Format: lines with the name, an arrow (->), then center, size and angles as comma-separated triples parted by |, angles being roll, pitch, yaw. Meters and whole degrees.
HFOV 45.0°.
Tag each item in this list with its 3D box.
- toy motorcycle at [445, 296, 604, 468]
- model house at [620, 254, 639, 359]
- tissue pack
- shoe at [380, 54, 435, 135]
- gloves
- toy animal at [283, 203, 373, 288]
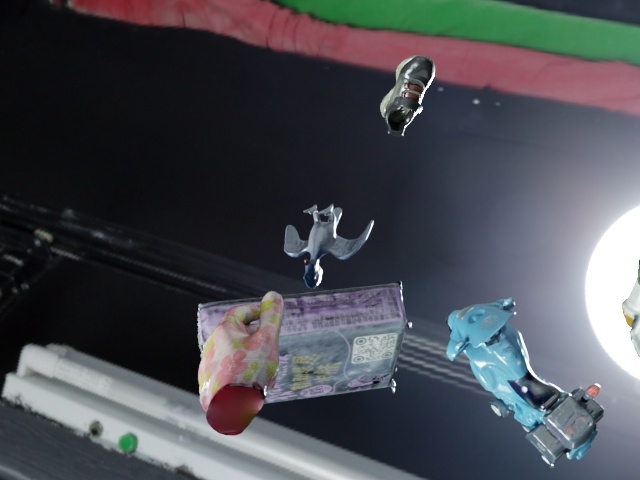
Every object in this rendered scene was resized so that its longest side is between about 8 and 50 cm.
toy motorcycle -> 0.275, 0.186, 1.082 | 0.123, 0.182, 0.272 | -39, -113, -12
model house -> 0.667, 0.160, 1.392 | 0.271, 0.301, 0.190 | 23, -147, 16
tissue pack -> -0.035, 0.195, 1.388 | 0.361, 0.259, 0.122 | -5, -126, -7
shoe -> 0.222, -0.359, 1.954 | 0.099, 0.227, 0.112 | 13, -127, -13
gloves -> -0.115, 0.166, 1.132 | 0.126, 0.145, 0.241 | 0, -152, -7
toy animal -> 0.000, 0.000, 1.904 | 0.239, 0.176, 0.255 | 5, -160, 23
